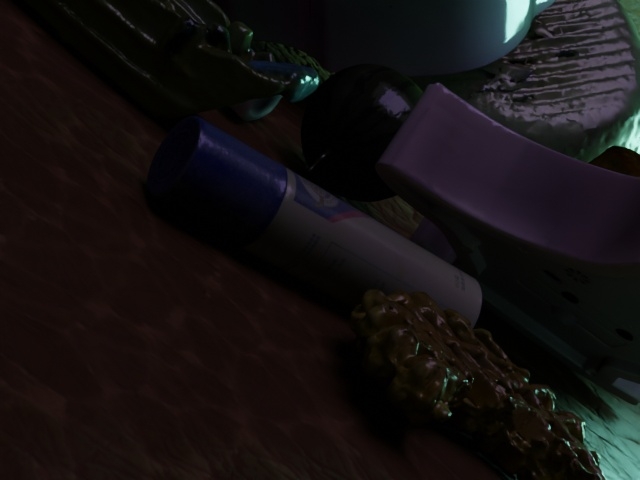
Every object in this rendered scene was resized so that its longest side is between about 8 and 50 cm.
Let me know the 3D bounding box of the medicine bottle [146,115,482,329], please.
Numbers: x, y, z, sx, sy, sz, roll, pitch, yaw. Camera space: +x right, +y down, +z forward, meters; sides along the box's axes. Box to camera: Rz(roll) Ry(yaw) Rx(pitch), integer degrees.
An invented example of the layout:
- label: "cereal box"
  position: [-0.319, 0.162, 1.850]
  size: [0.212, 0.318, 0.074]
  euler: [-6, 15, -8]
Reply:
- label: "medicine bottle"
  position: [0.000, 0.000, 0.998]
  size: [0.231, 0.059, 0.059]
  euler: [30, 19, -29]

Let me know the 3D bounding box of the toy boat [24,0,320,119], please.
- label: "toy boat"
  position: [-0.135, -0.162, 1.114]
  size: [0.276, 0.084, 0.111]
  euler: [37, 19, 7]

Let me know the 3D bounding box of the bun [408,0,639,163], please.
- label: "bun"
  position: [0.176, -0.147, 1.490]
  size: [0.272, 0.168, 0.273]
  euler: [5, 55, -8]

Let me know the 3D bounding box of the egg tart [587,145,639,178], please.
- label: "egg tart"
  position: [0.258, 0.012, 1.357]
  size: [0.202, 0.147, 0.202]
  euler: [33, 16, -11]

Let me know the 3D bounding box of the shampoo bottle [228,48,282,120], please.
- label: "shampoo bottle"
  position: [-0.077, -0.138, 1.227]
  size: [0.099, 0.043, 0.072]
  euler: [40, 16, 8]

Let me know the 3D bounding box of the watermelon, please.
- label: "watermelon"
  position: [0.030, -0.077, 1.200]
  size: [0.105, 0.105, 0.133]
  euler: [42, 40, 12]

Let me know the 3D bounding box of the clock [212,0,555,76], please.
- label: "clock"
  position: [0.058, -0.285, 1.433]
  size: [0.338, 0.102, 0.339]
  euler: [-2, 43, 1]

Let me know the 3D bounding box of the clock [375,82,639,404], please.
- label: "clock"
  position: [0.179, -0.005, 1.120]
  size: [0.290, 0.080, 0.275]
  euler: [34, -18, -8]

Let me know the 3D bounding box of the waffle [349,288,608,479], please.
- label: "waffle"
  position: [0.093, 0.098, 0.952]
  size: [0.194, 0.051, 0.149]
  euler: [38, 16, -19]
